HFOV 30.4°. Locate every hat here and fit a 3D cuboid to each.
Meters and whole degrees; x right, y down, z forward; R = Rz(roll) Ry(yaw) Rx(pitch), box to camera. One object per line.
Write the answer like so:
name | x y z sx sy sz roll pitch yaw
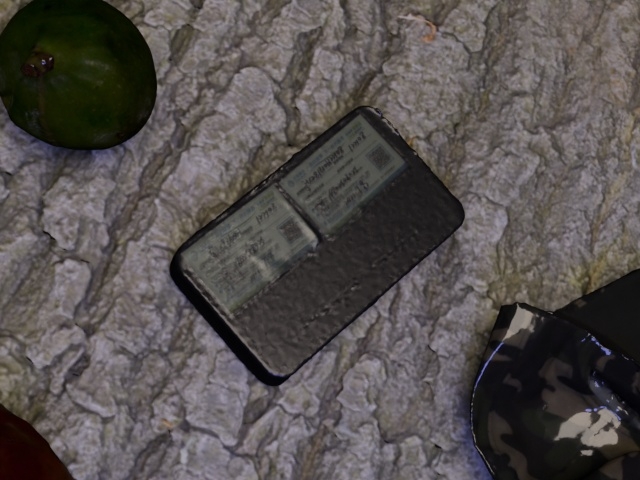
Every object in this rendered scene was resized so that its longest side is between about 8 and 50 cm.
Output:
hat | 0.397 0.211 1.490 0.382 0.257 0.366 -9 55 -53

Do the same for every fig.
fig | -0.286 -0.199 1.361 0.195 0.245 0.195 0 86 -4

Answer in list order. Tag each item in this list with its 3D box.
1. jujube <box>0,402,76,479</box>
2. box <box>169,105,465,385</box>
jujube | -0.413 0.337 1.152 0.276 0.276 0.377 40 63 -1
box | 0.000 0.000 1.474 0.350 0.058 0.211 -39 85 -22
